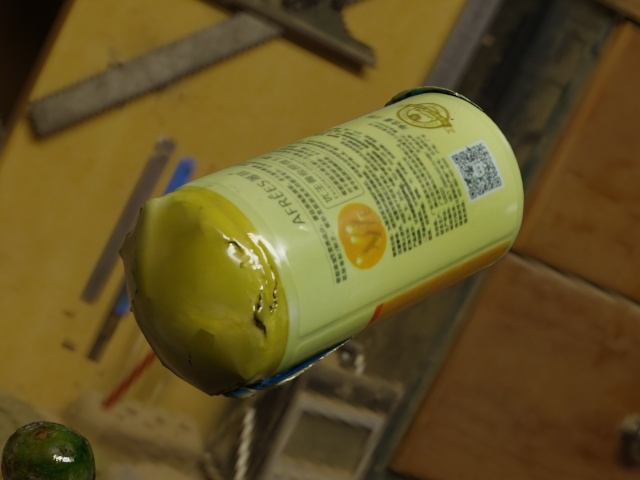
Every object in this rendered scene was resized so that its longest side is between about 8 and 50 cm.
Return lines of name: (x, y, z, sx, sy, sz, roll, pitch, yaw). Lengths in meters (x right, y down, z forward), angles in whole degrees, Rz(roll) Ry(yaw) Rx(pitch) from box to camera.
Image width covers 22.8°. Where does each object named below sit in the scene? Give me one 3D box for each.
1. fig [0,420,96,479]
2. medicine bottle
fig: (-0.321, 0.296, 1.926, 0.117, 0.117, 0.177, 35, -31, 38)
medicine bottle: (0.000, 0.000, 0.896, 0.238, 0.124, 0.124, -26, 47, -38)
